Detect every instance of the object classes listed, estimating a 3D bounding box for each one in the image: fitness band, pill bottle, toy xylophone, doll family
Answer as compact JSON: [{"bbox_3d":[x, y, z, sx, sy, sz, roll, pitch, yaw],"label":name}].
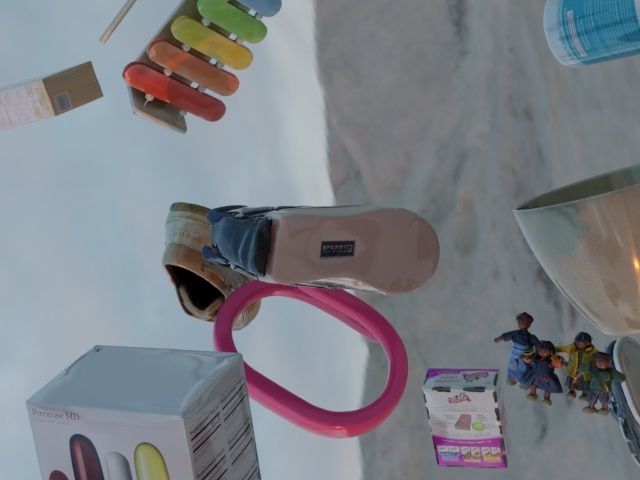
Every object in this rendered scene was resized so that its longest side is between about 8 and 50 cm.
[{"bbox_3d":[-0.014,0.158,1.686,0.209,0.291,0.054,-54,-13,-31],"label":"fitness band"},{"bbox_3d":[0.525,-0.386,2.007,0.146,0.264,0.146,6,-99,-46],"label":"pill bottle"},{"bbox_3d":[-0.201,-0.323,1.844,0.236,0.322,0.081,13,-148,-41],"label":"toy xylophone"},{"bbox_3d":[0.331,0.168,1.646,0.076,0.193,0.111,-46,-40,-60],"label":"doll family"}]

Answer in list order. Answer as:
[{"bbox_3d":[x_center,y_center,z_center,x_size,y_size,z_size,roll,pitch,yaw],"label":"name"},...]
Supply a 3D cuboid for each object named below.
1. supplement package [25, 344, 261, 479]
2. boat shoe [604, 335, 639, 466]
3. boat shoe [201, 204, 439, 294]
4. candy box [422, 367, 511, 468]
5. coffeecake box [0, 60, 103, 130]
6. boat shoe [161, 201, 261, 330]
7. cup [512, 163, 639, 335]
[{"bbox_3d":[-0.186,0.239,1.289,0.149,0.194,0.203,-44,-50,-60],"label":"supplement package"},{"bbox_3d":[0.554,0.297,2.080,0.114,0.091,0.302,-46,-64,-39],"label":"boat shoe"},{"bbox_3d":[0.000,0.000,1.596,0.341,0.158,0.127,7,-86,-43],"label":"boat shoe"},{"bbox_3d":[0.317,0.383,2.534,0.071,0.159,0.233,-67,-29,-51],"label":"candy box"},{"bbox_3d":[-0.488,-0.239,1.997,0.142,0.186,0.068,-41,-63,-58],"label":"coffeecake box"},{"bbox_3d":[-0.177,0.069,1.795,0.341,0.122,0.110,69,-147,-59],"label":"boat shoe"},{"bbox_3d":[0.499,0.015,1.878,0.331,0.331,0.237,-44,-63,-79],"label":"cup"}]
